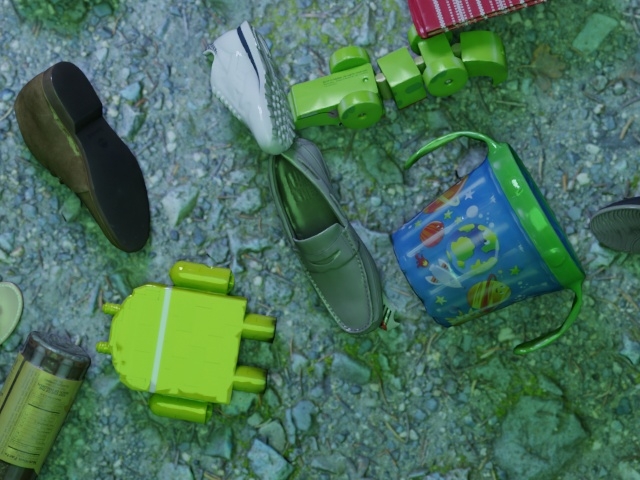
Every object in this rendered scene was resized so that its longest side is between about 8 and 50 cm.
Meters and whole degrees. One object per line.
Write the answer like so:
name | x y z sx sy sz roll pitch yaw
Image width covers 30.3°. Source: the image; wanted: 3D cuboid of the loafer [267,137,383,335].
loafer | 0.000 0.000 1.777 0.112 0.111 0.319 -25 92 21

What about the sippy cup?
sippy cup | 0.236 0.009 1.739 0.224 0.240 0.305 -31 54 13

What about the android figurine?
android figurine | -0.209 0.157 1.827 0.273 0.056 0.248 8 94 0

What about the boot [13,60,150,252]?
boot | -0.362 -0.114 1.806 0.115 0.112 0.305 -21 99 32

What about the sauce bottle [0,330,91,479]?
sauce bottle | -0.470 0.310 1.816 0.111 0.111 0.344 27 95 -1

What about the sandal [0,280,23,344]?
sandal | -0.563 0.156 1.820 0.240 0.079 0.088 -36 93 3

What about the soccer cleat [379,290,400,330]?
soccer cleat | 0.101 0.099 1.834 0.036 0.029 0.083 -15 97 -7

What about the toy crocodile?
toy crocodile | 0.114 -0.240 1.777 0.341 0.105 0.115 -19 57 4

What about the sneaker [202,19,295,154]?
sneaker | -0.107 -0.214 1.754 0.095 0.090 0.235 -25 57 12

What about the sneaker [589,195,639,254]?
sneaker | 0.530 -0.043 1.800 0.222 0.118 0.083 -4 115 28

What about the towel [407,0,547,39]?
towel | 0.254 -0.412 1.755 0.275 0.031 0.199 -16 63 1
